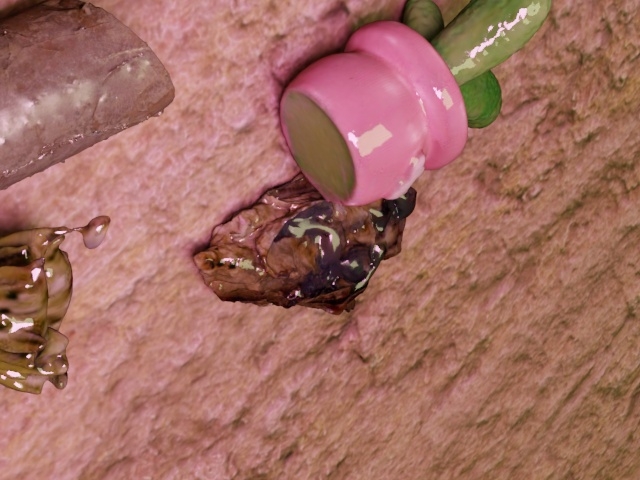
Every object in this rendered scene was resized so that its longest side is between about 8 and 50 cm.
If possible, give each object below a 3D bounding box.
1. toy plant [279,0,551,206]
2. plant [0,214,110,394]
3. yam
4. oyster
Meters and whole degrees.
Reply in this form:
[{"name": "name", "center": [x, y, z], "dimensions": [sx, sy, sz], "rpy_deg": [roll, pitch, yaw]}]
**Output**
[{"name": "toy plant", "center": [0.122, -0.189, 1.547], "dimensions": [0.356, 0.210, 0.317], "rpy_deg": [-39, 163, -25]}, {"name": "plant", "center": [-0.413, 0.042, 1.272], "dimensions": [0.251, 0.333, 0.180], "rpy_deg": [109, -5, -53]}, {"name": "yam", "center": [-0.317, -0.144, 1.207], "dimensions": [0.304, 0.168, 0.168], "rpy_deg": [-31, 126, -26]}, {"name": "oyster", "center": [-0.008, -0.004, 1.585], "dimensions": [0.361, 0.096, 0.221], "rpy_deg": [9, 97, -44]}]
